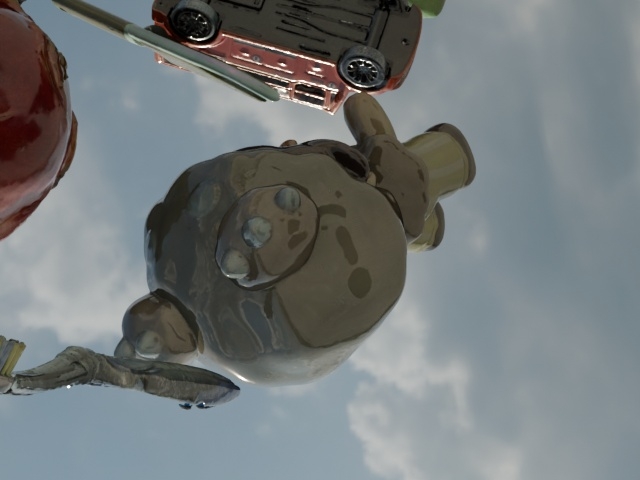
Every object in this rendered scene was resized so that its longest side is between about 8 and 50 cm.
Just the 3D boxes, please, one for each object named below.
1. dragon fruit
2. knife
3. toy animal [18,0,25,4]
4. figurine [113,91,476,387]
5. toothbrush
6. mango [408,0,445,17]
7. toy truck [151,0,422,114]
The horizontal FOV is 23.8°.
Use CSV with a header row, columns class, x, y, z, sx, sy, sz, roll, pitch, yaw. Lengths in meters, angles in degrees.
class,x,y,z,sx,sy,sz,roll,pitch,yaw
dragon fruit,-0.333,-0.118,1.377,0.315,0.250,0.250,65,-156,-66
knife,-0.151,-0.188,1.448,0.061,0.343,0.027,32,-93,-45
toy animal,-0.378,-0.336,1.669,0.116,0.179,0.218,25,-149,-56
figurine,0.000,-0.001,1.311,0.380,0.248,0.203,-28,-97,-50
toothbrush,-0.131,0.086,0.972,0.042,0.035,0.413,-59,-19,2
mango,0.072,-0.362,1.686,0.137,0.091,0.237,-3,-102,-29
toy truck,-0.033,-0.201,1.486,0.114,0.253,0.107,103,-176,-53
